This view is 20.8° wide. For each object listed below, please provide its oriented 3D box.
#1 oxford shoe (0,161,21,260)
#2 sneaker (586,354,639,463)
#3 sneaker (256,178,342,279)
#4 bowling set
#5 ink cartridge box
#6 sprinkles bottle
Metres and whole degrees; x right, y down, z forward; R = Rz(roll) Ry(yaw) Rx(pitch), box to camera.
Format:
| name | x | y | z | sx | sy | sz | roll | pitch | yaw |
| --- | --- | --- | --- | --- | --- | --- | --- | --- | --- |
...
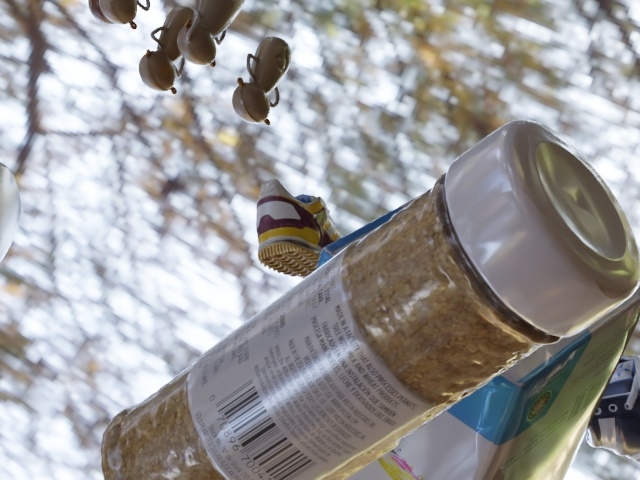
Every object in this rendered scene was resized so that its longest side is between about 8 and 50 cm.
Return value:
| name | x | y | z | sx | sy | sz | roll | pitch | yaw |
| --- | --- | --- | --- | --- | --- | --- | --- | --- | --- |
| oxford shoe | -0.255 | -0.034 | 1.120 | 0.076 | 0.076 | 0.212 | -65 | -20 | -10 |
| sneaker | 0.348 | 0.119 | 1.702 | 0.099 | 0.153 | 0.282 | -68 | -5 | -52 |
| sneaker | 0.000 | 0.000 | 1.687 | 0.185 | 0.069 | 0.084 | 35 | -134 | -57 |
| bowling set | -0.174 | -0.234 | 1.910 | 0.287 | 0.200 | 0.154 | 57 | -145 | -31 |
| ink cartridge box | 0.099 | 0.129 | 1.427 | 0.198 | 0.197 | 0.270 | -28 | -36 | -46 |
| sprinkles bottle | 0.021 | 0.070 | 1.056 | 0.355 | 0.121 | 0.121 | -37 | -23 | 29 |
